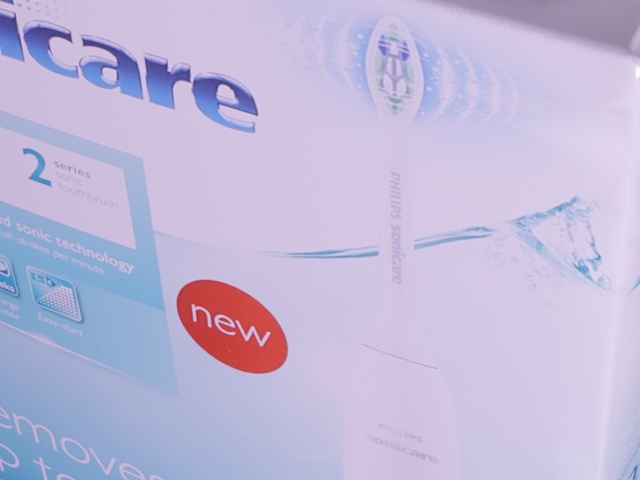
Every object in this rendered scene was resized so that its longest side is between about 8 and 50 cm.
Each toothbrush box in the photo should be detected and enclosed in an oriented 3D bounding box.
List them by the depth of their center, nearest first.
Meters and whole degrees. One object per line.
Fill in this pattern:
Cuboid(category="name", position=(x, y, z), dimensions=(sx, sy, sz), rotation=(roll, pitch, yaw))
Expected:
Cuboid(category="toothbrush box", position=(0.000, 0.000, 0.487), dimensions=(0.126, 0.216, 0.295), rotation=(-54, 154, -38))
